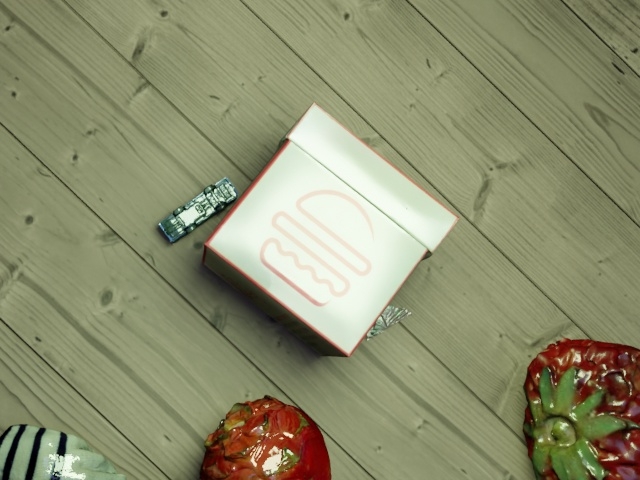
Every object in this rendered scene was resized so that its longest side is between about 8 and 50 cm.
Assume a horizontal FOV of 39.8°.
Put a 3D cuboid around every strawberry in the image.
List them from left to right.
[{"bbox_3d":[0.543,0.328,1.634,0.345,0.295,0.318,-1,61,-43],"label":"strawberry"}]

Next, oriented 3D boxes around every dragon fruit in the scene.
[{"bbox_3d":[-0.094,0.392,1.498,0.240,0.241,0.252,-10,81,-12],"label":"dragon fruit"}]

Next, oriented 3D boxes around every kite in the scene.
[{"bbox_3d":[0.111,0.118,1.692,0.137,0.005,0.153,17,79,-6],"label":"kite"}]

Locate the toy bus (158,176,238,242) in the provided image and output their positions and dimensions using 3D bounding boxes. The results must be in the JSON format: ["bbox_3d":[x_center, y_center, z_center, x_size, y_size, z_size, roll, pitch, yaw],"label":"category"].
[{"bbox_3d":[-0.224,-0.055,1.629,0.153,0.061,0.051,-36,91,-12],"label":"toy bus"}]

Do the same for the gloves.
[{"bbox_3d":[-0.431,0.392,1.477,0.218,0.131,0.140,14,56,13],"label":"gloves"}]

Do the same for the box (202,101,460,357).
[{"bbox_3d":[0.000,0.000,1.534,0.312,0.314,0.300,38,79,-2],"label":"box"}]
